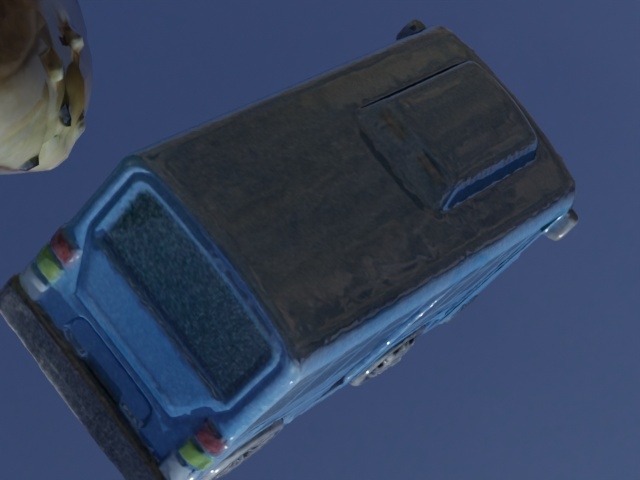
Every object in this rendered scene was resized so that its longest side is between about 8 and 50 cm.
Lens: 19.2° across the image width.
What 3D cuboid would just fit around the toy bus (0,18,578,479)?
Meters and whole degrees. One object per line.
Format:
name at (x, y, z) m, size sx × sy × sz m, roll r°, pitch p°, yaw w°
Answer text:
toy bus at (0.000, 0.000, 0.775) m, size 0.116 × 0.133 × 0.234 m, roll 51°, pitch -140°, yaw 9°

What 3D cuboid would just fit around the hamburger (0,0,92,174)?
hamburger at (-0.257, -0.075, 0.609) m, size 0.318 × 0.195 × 0.277 m, roll 29°, pitch -174°, yaw 24°
